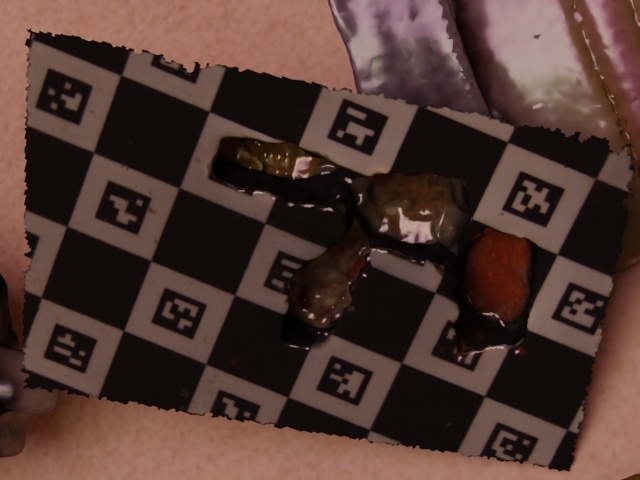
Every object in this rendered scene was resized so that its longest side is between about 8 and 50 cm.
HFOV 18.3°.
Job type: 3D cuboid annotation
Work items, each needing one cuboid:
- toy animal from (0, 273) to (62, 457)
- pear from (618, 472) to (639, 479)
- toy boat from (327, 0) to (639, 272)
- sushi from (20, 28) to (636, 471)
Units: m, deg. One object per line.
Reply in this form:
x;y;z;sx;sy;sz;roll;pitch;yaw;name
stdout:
-0.292;0.045;1.052;0.344;0.194;0.302;7;86;20;toy animal
0.149;0.256;0.726;0.348;0.348;0.348;-6;76;23;pear
0.127;-0.122;0.952;0.293;0.111;0.276;0;85;15;toy boat
0.000;0.000;0.939;0.279;0.043;0.192;9;119;5;sushi
